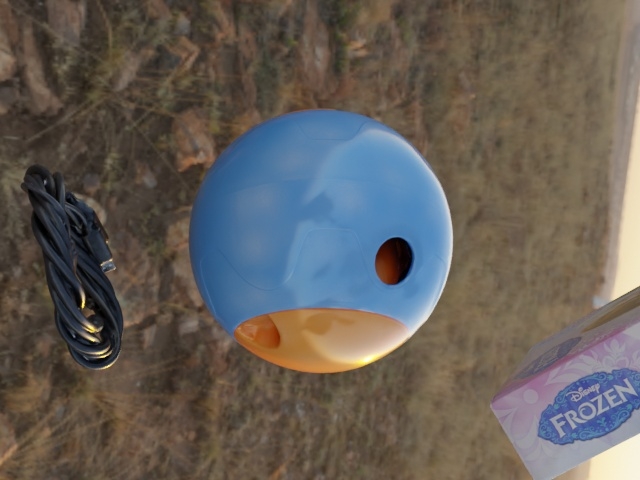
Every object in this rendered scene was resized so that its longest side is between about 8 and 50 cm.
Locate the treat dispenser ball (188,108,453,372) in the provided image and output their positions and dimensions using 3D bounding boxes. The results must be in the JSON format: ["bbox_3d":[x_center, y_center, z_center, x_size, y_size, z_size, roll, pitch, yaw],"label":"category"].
[{"bbox_3d":[0.000,0.000,0.867,0.288,0.288,0.288,8,90,-70],"label":"treat dispenser ball"}]

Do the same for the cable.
[{"bbox_3d":[-0.210,0.023,0.660,0.185,0.047,0.151,83,-6,-54],"label":"cable"}]

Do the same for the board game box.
[{"bbox_3d":[0.302,0.051,0.614,0.066,0.318,0.318,60,16,11],"label":"board game box"}]
